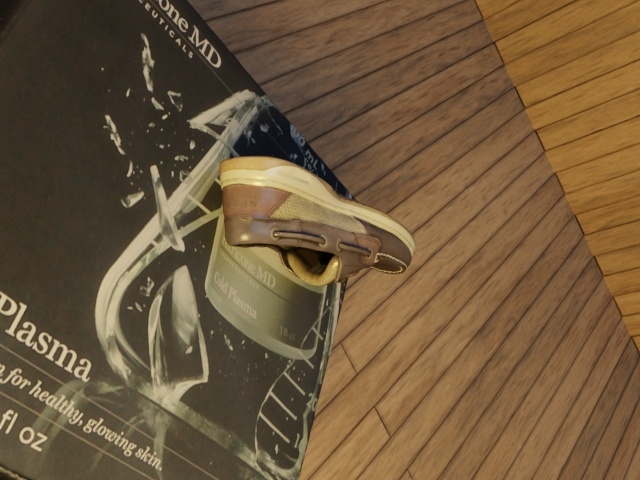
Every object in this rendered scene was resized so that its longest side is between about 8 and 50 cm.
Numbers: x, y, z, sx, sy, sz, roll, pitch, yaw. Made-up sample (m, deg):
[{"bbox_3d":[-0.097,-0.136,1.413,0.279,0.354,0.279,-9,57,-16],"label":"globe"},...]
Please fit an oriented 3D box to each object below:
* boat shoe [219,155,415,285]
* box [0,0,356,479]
[{"bbox_3d":[0.000,0.000,0.762,0.285,0.103,0.092,26,71,-53],"label":"boat shoe"},{"bbox_3d":[-0.232,0.038,0.759,0.480,0.298,0.471,46,44,-38],"label":"box"}]
